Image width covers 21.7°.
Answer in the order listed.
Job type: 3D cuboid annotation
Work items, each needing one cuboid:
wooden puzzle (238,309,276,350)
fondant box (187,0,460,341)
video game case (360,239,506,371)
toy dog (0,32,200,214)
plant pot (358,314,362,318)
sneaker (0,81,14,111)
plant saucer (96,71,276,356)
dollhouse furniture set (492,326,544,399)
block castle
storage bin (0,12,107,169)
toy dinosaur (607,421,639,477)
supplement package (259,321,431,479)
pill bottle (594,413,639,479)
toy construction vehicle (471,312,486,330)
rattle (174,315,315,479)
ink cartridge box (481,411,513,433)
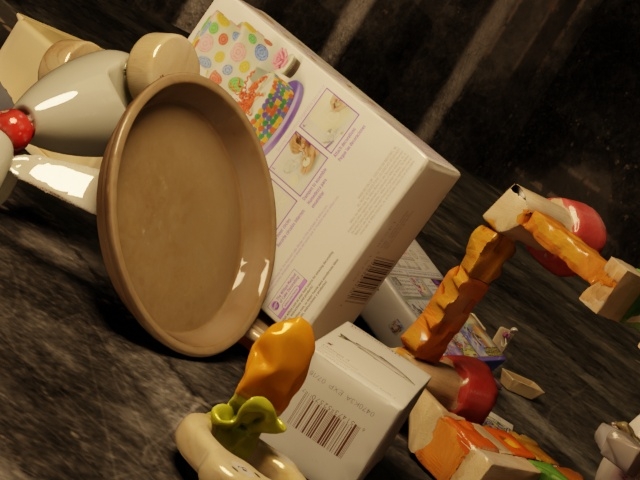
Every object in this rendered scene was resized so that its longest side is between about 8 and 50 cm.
[{"bbox_3d":[-0.056,0.092,1.814,0.238,0.044,0.221,40,12,17],"label":"wooden puzzle"},{"bbox_3d":[-0.046,-0.079,1.811,0.330,0.238,0.096,41,13,25],"label":"fondant box"},{"bbox_3d":[0.106,0.073,2.087,0.244,0.061,0.269,53,14,15],"label":"video game case"},{"bbox_3d":[-0.258,-0.085,1.668,0.220,0.333,0.161,19,-48,52],"label":"toy dog"},{"bbox_3d":[0.000,0.000,2.125,0.236,0.032,0.236,53,18,-26],"label":"plant pot"},{"bbox_3d":[-0.471,-0.174,1.748,0.319,0.112,0.131,32,30,5],"label":"sneaker"},{"bbox_3d":[-0.132,-0.025,1.637,0.041,0.278,0.278,-4,-9,31],"label":"plant saucer"},{"bbox_3d":[0.262,0.156,2.287,0.114,0.081,0.091,25,13,-32],"label":"dollhouse furniture set"},{"bbox_3d":[0.300,0.177,1.705,0.453,0.303,0.213,41,12,37],"label":"block castle"},{"bbox_3d":[-0.254,-0.140,2.084,0.262,0.123,0.260,39,12,37],"label":"storage bin"},{"bbox_3d":[0.406,0.287,1.766,0.064,0.118,0.268,20,35,-50],"label":"toy dinosaur"},{"bbox_3d":[0.023,0.154,1.557,0.105,0.105,0.179,32,10,7],"label":"supplement package"},{"bbox_3d":[0.463,0.322,1.857,0.301,0.169,0.169,38,12,34],"label":"pill bottle"},{"bbox_3d":[0.188,0.111,2.411,0.098,0.035,0.086,35,11,15],"label":"toy construction vehicle"},{"bbox_3d":[-0.034,0.158,1.314,0.130,0.142,0.200,50,3,-4],"label":"rattle"},{"bbox_3d":[0.169,0.203,1.952,0.115,0.029,0.063,33,10,4],"label":"ink cartridge box"}]
